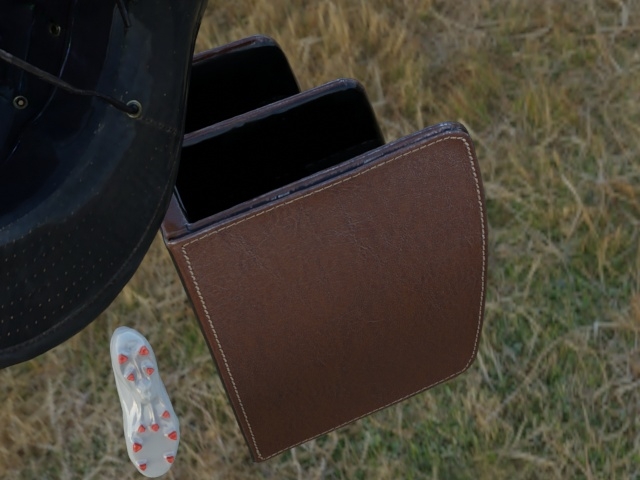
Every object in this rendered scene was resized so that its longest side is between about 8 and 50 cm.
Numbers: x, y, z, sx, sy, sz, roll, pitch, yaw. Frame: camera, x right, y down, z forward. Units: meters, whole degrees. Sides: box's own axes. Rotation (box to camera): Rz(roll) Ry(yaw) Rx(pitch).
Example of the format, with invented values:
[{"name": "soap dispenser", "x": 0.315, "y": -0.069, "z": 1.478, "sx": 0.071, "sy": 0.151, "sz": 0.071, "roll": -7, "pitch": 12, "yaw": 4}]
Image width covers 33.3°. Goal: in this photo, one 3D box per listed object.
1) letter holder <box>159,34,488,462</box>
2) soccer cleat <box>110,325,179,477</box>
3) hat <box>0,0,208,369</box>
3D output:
[{"name": "letter holder", "x": 0.000, "y": 0.000, "z": 0.800, "sx": 0.214, "sy": 0.302, "sz": 0.152, "roll": -21, "pitch": 53, "yaw": -7}, {"name": "soccer cleat", "x": -0.218, "y": 0.197, "z": 1.325, "sx": 0.068, "sy": 0.196, "sz": 0.076, "roll": -14, "pitch": 19, "yaw": -15}, {"name": "hat", "x": -0.195, "y": -0.103, "z": 0.523, "sx": 0.133, "sy": 0.331, "sz": 0.331, "roll": 16, "pitch": 59, "yaw": 29}]
